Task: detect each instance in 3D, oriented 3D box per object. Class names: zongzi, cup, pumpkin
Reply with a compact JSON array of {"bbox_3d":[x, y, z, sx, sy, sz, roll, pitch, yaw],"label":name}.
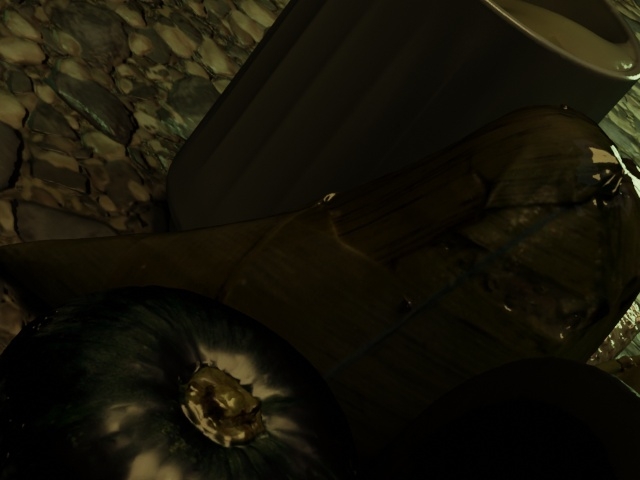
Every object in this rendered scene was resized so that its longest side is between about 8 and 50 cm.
[{"bbox_3d":[0.000,0.000,0.927,0.360,0.323,0.160,34,19,0],"label":"zongzi"},{"bbox_3d":[0.076,-0.083,1.123,0.323,0.327,0.237,0,46,-50],"label":"cup"},{"bbox_3d":[-0.084,0.134,0.788,0.233,0.163,0.233,27,31,-18],"label":"pumpkin"}]

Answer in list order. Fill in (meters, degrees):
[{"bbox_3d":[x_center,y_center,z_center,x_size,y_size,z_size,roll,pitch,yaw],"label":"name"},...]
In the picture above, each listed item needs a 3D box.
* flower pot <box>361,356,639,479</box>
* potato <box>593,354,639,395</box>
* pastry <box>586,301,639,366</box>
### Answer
[{"bbox_3d":[0.187,0.268,0.813,0.330,0.293,0.293,33,27,-26],"label":"flower pot"},{"bbox_3d":[0.299,0.228,1.047,0.351,0.218,0.202,39,26,3],"label":"potato"},{"bbox_3d":[0.201,0.088,1.262,0.112,0.103,0.265,48,30,24],"label":"pastry"}]
